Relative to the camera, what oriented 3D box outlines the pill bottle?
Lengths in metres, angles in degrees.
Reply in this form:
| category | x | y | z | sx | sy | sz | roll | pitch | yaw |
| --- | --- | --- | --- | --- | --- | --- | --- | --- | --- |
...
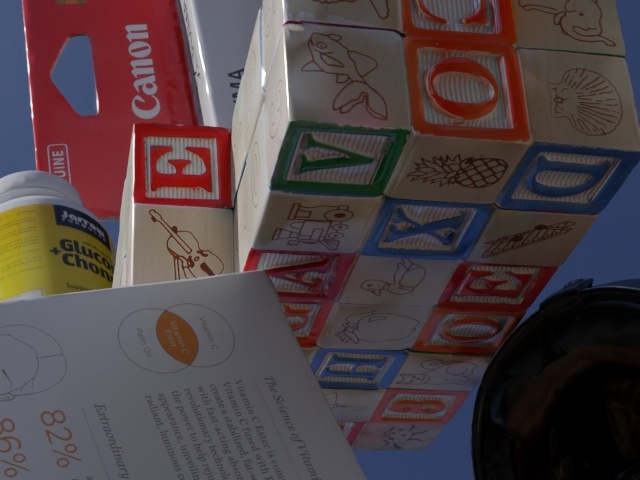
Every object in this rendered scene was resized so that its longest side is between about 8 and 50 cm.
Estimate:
| category | x | y | z | sx | sy | sz | roll | pitch | yaw |
| --- | --- | --- | --- | --- | --- | --- | --- | --- | --- |
| pill bottle | -0.174 | 0.036 | 0.854 | 0.103 | 0.184 | 0.103 | -9 | -51 | -12 |

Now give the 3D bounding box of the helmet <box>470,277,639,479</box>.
| category | x | y | z | sx | sy | sz | roll | pitch | yaw |
| --- | --- | --- | --- | --- | --- | --- | --- | --- | --- |
| helmet | 0.155 | 0.103 | 0.601 | 0.169 | 0.169 | 0.161 | -52 | -39 | 7 |

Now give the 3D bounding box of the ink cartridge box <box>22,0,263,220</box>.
| category | x | y | z | sx | sy | sz | roll | pitch | yaw |
| --- | --- | --- | --- | --- | --- | --- | --- | --- | --- |
| ink cartridge box | -0.094 | -0.150 | 1.050 | 0.261 | 0.296 | 0.066 | -4 | -37 | -14 |

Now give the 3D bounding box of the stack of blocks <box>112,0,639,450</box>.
| category | x | y | z | sx | sy | sz | roll | pitch | yaw |
| --- | --- | --- | --- | --- | --- | --- | --- | --- | --- |
| stack of blocks | 0.000 | 0.000 | 0.600 | 0.171 | 0.087 | 0.297 | 3 | -30 | -12 |

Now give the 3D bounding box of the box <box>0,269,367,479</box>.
| category | x | y | z | sx | sy | sz | roll | pitch | yaw |
| --- | --- | --- | --- | --- | --- | --- | --- | --- | --- |
| box | -0.082 | 0.095 | 0.479 | 0.171 | 0.130 | 0.091 | -6 | -40 | -29 |
